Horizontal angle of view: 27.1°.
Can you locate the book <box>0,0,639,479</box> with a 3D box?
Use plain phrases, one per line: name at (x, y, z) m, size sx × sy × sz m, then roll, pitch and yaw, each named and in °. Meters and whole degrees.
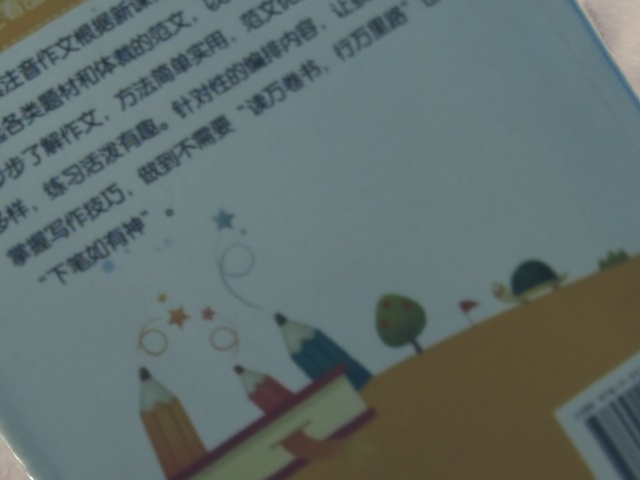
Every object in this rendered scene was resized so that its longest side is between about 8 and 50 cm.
book at (0.000, 0.000, 0.376) m, size 0.208 × 0.020 × 0.295 m, roll -33°, pitch 91°, yaw -9°
